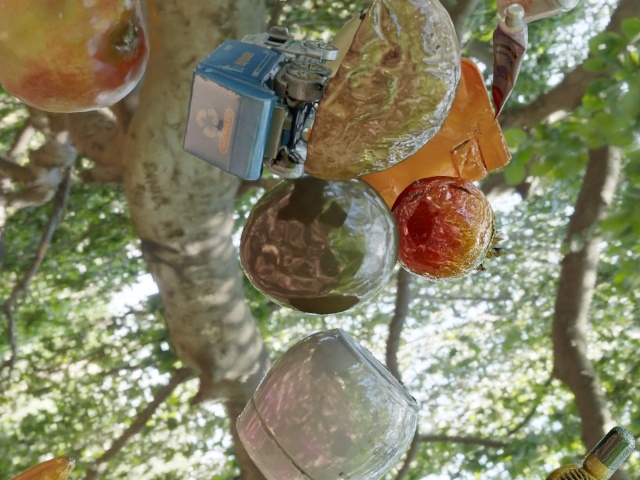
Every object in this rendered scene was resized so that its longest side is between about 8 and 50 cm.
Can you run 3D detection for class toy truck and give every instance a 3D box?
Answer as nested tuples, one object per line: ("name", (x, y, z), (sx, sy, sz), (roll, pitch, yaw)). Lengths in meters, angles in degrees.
("toy truck", (-0.076, -0.209, 1.120), (0.367, 0.175, 0.146), (-72, 178, -64))

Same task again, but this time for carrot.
("carrot", (-0.378, 0.310, 0.833), (0.066, 0.271, 0.062), (32, 31, -51))

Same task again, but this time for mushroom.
("mushroom", (0.092, -0.185, 0.992), (0.151, 0.156, 0.285), (29, -74, 8))

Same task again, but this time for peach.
("peach", (-0.345, -0.301, 1.071), (0.257, 0.232, 0.232), (-22, -95, 33))

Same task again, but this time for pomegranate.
("pomegranate", (0.243, -0.019, 1.474), (0.210, 0.235, 0.210), (-54, -159, 32))

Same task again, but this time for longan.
("longan", (0.000, 0.000, 1.267), (0.258, 0.258, 0.258), (48, -33, 46))

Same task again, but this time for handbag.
("handbag", (0.195, -0.205, 1.697), (0.303, 0.410, 0.116), (63, -5, -24))

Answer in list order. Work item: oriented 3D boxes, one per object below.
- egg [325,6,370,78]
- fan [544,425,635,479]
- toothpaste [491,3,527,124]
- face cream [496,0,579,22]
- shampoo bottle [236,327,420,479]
("egg", (0.125, -0.424, 1.797), (0.218, 0.295, 0.218), (60, 7, -13))
("fan", (0.351, 0.306, 0.993), (0.082, 0.155, 0.039), (36, 5, -25))
("toothpaste", (0.356, -0.342, 1.487), (0.301, 0.048, 0.075), (80, -14, -63))
("face cream", (0.501, -0.534, 1.637), (0.252, 0.101, 0.101), (2, -72, 55))
("shampoo bottle", (0.013, 0.315, 1.354), (0.273, 0.266, 0.273), (43, 4, -3))
